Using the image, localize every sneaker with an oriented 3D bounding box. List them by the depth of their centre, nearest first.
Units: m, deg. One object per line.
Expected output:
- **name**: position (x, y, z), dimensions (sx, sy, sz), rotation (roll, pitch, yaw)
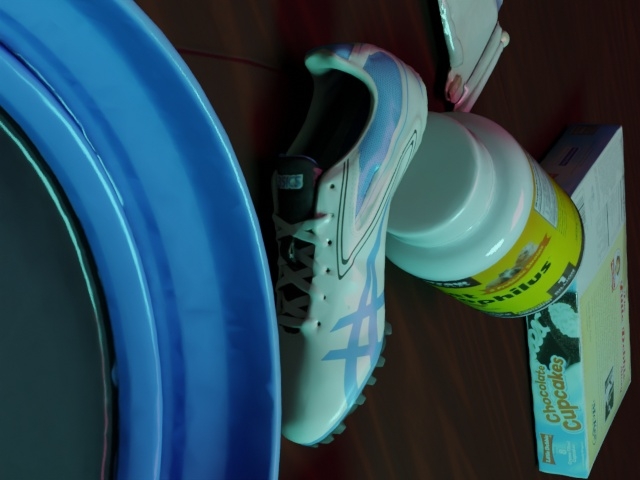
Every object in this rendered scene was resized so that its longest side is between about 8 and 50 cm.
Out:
- **sneaker**: position (0.000, 0.000, 0.664), dimensions (0.086, 0.085, 0.237), rotation (14, 85, -35)

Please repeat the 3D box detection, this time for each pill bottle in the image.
- **pill bottle**: position (0.108, -0.018, 0.807), dimensions (0.215, 0.117, 0.117), rotation (27, 71, -60)

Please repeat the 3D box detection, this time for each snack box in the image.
- **snack box**: position (0.269, 0.061, 1.182), dimensions (0.187, 0.060, 0.322), rotation (-43, 131, -51)

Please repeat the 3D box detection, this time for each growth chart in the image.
- **growth chart**: position (0.112, -0.221, 0.885), dimensions (0.172, 0.021, 0.237), rotation (-54, 139, -45)

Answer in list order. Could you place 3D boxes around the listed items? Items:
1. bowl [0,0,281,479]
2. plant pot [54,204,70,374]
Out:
- **bowl**: position (-0.141, 0.095, 0.336), dimensions (0.391, 0.077, 0.391), rotation (-15, 108, -61)
- **plant pot**: position (-0.173, 0.018, 0.379), dimensions (0.236, 0.032, 0.236), rotation (-15, 107, -61)
